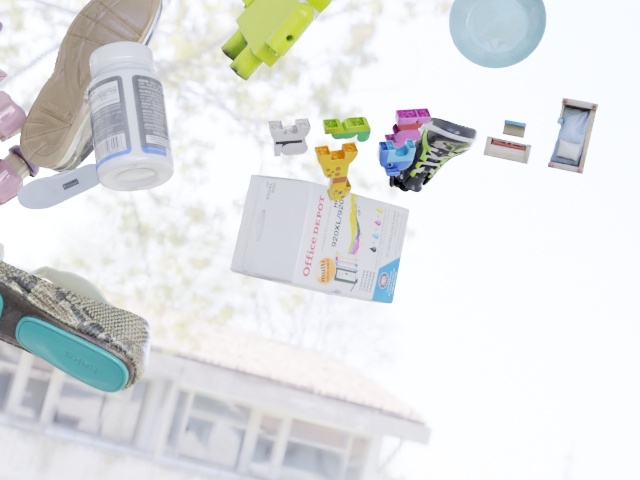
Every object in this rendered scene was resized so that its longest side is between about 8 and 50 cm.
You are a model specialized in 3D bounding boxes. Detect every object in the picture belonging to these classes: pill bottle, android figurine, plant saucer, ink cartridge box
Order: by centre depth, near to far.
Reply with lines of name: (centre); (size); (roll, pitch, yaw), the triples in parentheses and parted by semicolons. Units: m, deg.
pill bottle: (-0.193, -0.125, 1.218); (0.078, 0.137, 0.078); (-9, -19, -3)
ink cartridge box: (0.000, 0.000, 2.023); (0.232, 0.171, 0.168); (14, -4, -42)
android figurine: (-0.065, -0.406, 2.103); (0.056, 0.273, 0.248); (35, 17, -31)
plant saucer: (0.355, -0.437, 2.421); (0.194, 0.195, 0.037); (11, 0, 13)

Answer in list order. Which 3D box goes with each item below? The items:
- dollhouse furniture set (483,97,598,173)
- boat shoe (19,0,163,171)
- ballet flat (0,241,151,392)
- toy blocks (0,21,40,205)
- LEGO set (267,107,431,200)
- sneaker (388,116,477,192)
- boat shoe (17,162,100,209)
dollhouse furniture set: (0.399, -0.200, 2.200); (0.183, 0.129, 0.129); (12, 5, 10)
boat shoe: (-0.298, -0.218, 1.617); (0.102, 0.285, 0.092); (28, -3, 15)
ballet flat: (-0.510, 0.099, 2.046); (0.482, 0.182, 0.164); (24, -50, -10)
toy blocks: (-0.511, -0.219, 1.628); (0.288, 0.260, 0.309); (34, -25, 20)
LEGO set: (0.043, -0.110, 1.649); (0.227, 0.087, 0.093); (-5, -41, -14)
sneaker: (0.165, -0.118, 1.820); (0.084, 0.097, 0.234); (14, -10, -15)
boat shoe: (-0.286, -0.061, 1.343); (0.100, 0.035, 0.035); (-23, 4, -2)
